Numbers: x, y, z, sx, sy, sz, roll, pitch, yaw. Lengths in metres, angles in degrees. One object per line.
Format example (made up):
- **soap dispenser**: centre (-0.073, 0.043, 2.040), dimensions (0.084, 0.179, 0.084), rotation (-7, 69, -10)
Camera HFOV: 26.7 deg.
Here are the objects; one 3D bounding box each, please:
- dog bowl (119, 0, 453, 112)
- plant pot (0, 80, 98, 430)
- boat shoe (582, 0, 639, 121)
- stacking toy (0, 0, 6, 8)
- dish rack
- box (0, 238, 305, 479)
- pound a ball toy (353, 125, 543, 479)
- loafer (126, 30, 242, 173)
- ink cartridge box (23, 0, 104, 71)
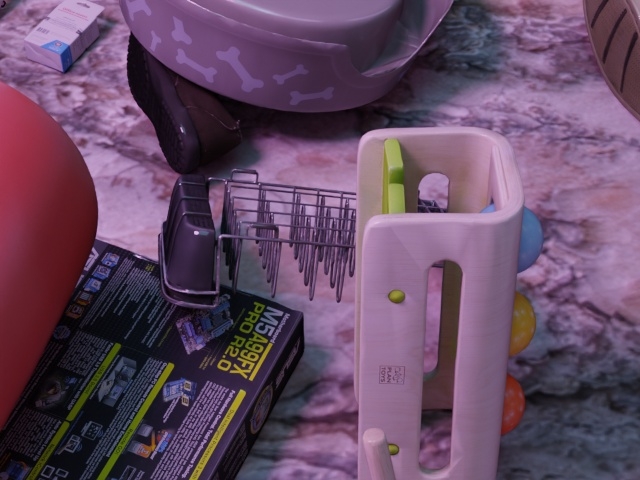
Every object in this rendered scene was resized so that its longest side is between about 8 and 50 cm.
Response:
- **dog bowl**: centre (-0.043, -0.259, 1.355), dimensions (0.349, 0.102, 0.348), rotation (11, 41, -10)
- **plant pot**: centre (-0.313, 0.042, 0.969), dimensions (0.275, 0.275, 0.243), rotation (0, 41, 0)
- **boat shoe**: centre (0.361, -0.168, 1.334), dimensions (0.103, 0.113, 0.302), rotation (-16, 62, -15)
- **stacking toy**: centre (-0.458, -0.262, 1.398), dimensions (0.167, 0.052, 0.221), rotation (24, 34, 23)
- **dish rack**: centre (0.000, 0.000, 1.156), dimensions (0.272, 0.074, 0.208), rotation (5, 17, -9)
- **box**: centre (-0.164, 0.138, 1.100), dimensions (0.216, 0.060, 0.270), rotation (19, 52, 14)
- **pound a ball toy**: centre (0.094, 0.104, 0.992), dimensions (0.136, 0.319, 0.208), rotation (-1, 35, 0)
- **loafer**: centre (-0.137, -0.151, 1.340), dimensions (0.078, 0.080, 0.220), rotation (-8, 52, -22)
- **ink cartridge box**: centre (-0.267, -0.218, 1.419), dimensions (0.048, 0.028, 0.083), rotation (23, 54, 18)
